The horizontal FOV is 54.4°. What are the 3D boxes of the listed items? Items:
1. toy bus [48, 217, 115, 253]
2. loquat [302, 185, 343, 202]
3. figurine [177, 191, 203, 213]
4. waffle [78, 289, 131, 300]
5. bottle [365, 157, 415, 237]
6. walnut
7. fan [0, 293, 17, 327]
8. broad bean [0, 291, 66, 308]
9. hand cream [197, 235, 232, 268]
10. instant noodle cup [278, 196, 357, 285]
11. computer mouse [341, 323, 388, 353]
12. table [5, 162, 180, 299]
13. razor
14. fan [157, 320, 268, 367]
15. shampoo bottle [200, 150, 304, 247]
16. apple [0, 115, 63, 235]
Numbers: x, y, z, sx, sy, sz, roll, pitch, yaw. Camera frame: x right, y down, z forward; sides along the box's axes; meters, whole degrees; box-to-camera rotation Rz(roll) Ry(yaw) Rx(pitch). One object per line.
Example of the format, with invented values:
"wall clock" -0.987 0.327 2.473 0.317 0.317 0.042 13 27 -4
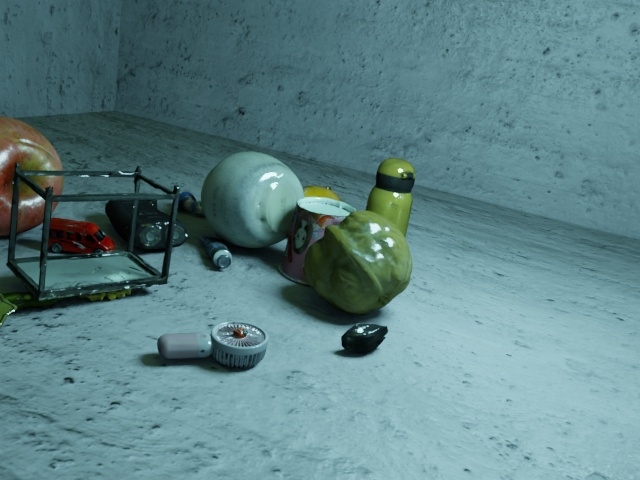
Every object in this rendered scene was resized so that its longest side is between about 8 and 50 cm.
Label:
"toy bus" -0.704 -0.007 1.826 0.195 0.089 0.081 9 19 -5
"loquat" -0.019 -0.095 2.286 0.238 0.193 0.238 6 45 -6
"figurine" -0.479 -0.135 2.355 0.149 0.087 0.086 15 -18 13
"waffle" -0.582 0.108 1.628 0.191 0.038 0.191 9 19 -3
"bottle" 0.253 -0.127 2.271 0.171 0.351 0.171 10 18 -3
"walnut" 0.109 0.066 1.742 0.253 0.282 0.277 6 35 -47
"fan" -0.829 0.164 1.321 0.335 0.011 0.229 -6 34 -26
"broad bean" -0.717 0.140 1.454 0.297 0.043 0.060 -3 13 -32
"hand cream" -0.332 0.027 1.985 0.091 0.058 0.271 9 13 -21
"instant noodle cup" 0.000 0.000 1.955 0.243 0.231 0.243 8 19 -3
"computer mouse" 0.114 0.245 1.533 0.135 0.079 0.047 -4 38 -29
"table" -0.569 -0.036 1.562 0.335 0.272 0.222 -5 24 -44
"razor" -0.570 -0.056 2.012 0.189 0.107 0.327 -4 22 -35
"fan" -0.238 0.231 1.387 0.244 0.074 0.130 2 21 -22
"shampoo bottle" -0.224 -0.133 2.068 0.322 0.322 0.317 -3 11 -35
"apple" -0.962 -0.190 1.837 0.364 0.364 0.364 9 18 -3
